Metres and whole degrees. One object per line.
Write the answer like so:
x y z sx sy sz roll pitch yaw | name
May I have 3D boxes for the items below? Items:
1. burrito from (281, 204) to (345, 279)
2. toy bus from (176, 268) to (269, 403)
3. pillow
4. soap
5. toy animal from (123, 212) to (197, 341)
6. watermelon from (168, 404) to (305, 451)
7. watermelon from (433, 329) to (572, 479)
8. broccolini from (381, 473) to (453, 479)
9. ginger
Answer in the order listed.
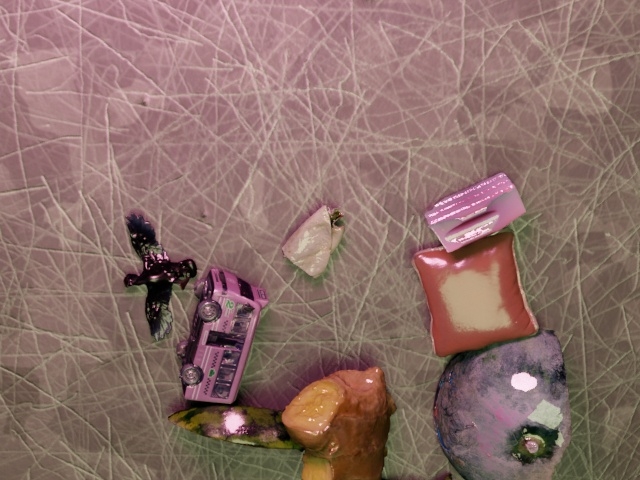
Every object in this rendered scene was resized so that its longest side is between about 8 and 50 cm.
-0.003 -0.002 2.001 0.074 0.044 0.118 33 105 -18 | burrito
-0.157 0.152 2.012 0.108 0.096 0.199 12 109 -15 | toy bus
0.242 0.082 2.037 0.171 0.075 0.179 -14 99 3 | pillow
0.236 -0.041 1.983 0.149 0.100 0.056 -25 110 2 | soap
-0.250 0.055 1.995 0.108 0.062 0.220 -6 112 15 | toy animal
-0.118 0.304 2.065 0.245 0.119 0.063 7 74 -16 | watermelon
0.291 0.307 2.072 0.188 0.175 0.322 -3 108 -6 | watermelon
0.098 0.464 2.166 0.271 0.062 0.123 -4 95 -11 | broccolini
0.047 0.329 2.064 0.219 0.123 0.270 -43 134 -31 | ginger
